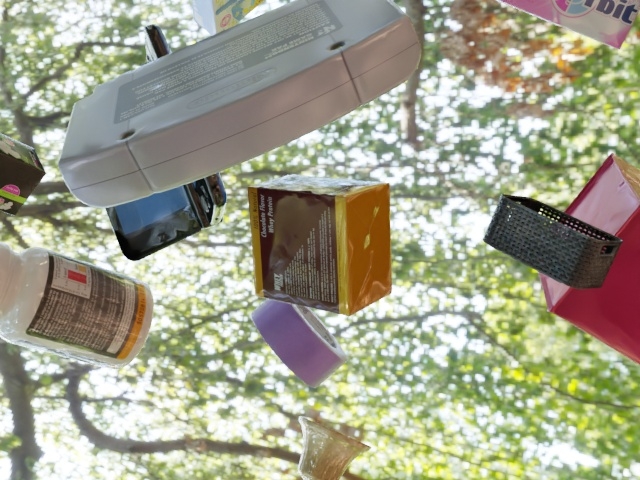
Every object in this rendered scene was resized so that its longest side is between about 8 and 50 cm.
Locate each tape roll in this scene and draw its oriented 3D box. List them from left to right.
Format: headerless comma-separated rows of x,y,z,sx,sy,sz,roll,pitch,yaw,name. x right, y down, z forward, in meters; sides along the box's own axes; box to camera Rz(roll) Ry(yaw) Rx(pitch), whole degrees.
-0.039,0.181,1.504,0.080,0.189,0.189,-42,-46,4,tape roll

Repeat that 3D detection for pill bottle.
-0.426,0.103,1.296,0.278,0.162,0.162,24,-107,-34,pill bottle

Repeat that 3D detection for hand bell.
-0.023,0.413,1.257,0.126,0.126,0.242,37,-107,-47,hand bell

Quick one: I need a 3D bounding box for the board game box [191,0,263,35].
-0.176,-0.673,1.882,0.302,0.086,0.308,-45,-12,-16,board game box

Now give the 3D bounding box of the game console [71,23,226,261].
-0.278,-0.141,1.244,0.173,0.250,0.293,-21,-96,-13,game console

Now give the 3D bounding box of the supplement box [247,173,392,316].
0.000,0.000,1.305,0.129,0.194,0.191,-22,-66,-51,supplement box

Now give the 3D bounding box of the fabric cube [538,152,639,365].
0.577,0.042,1.453,0.254,0.258,0.259,-58,7,27,fabric cube

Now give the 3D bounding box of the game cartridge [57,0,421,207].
-0.072,-0.129,0.677,0.198,0.297,0.062,-109,-4,-55,game cartridge

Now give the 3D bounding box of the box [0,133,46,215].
-0.336,-0.074,0.813,0.062,0.052,0.083,-50,-42,13,box

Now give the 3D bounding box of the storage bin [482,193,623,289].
0.365,0.000,1.265,0.122,0.180,0.084,1,-66,-49,storage bin

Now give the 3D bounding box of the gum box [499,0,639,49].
0.334,-0.343,1.071,0.062,0.188,0.107,-94,24,-69,gum box
